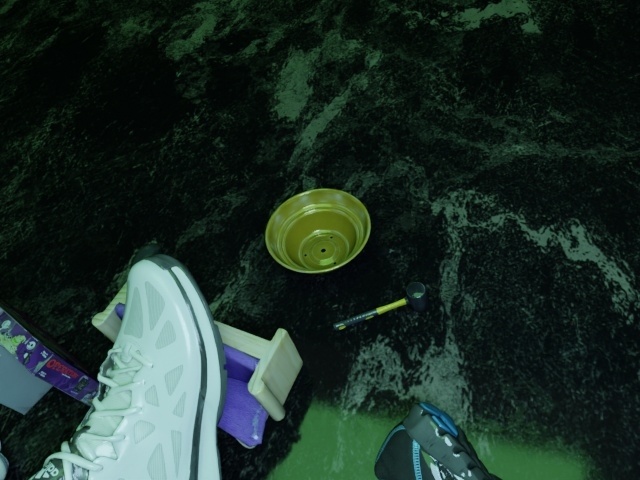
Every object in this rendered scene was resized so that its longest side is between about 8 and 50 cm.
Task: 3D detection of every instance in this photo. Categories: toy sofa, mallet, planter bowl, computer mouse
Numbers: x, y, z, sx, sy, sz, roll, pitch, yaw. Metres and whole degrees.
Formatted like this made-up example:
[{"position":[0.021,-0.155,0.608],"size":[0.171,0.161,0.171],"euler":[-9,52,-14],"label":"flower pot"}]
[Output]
[{"position":[-0.231,0.213,0.874],"size":[0.363,0.150,0.177],"euler":[16,57,22],"label":"toy sofa"},{"position":[0.119,0.138,0.932],"size":[0.190,0.062,0.039],"euler":[-26,50,11],"label":"mallet"},{"position":[0.000,0.000,1.020],"size":[0.218,0.090,0.217],"euler":[-6,52,7],"label":"planter bowl"},{"position":[-0.412,0.102,1.064],"size":[0.071,0.041,0.241],"euler":[4,55,14],"label":"computer mouse"}]

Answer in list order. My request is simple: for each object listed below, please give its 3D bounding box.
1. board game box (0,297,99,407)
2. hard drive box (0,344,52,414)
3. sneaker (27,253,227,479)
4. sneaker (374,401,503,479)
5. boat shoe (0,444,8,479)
[{"position":[-0.559,0.188,0.926],"size":[0.347,0.208,0.056],"euler":[26,60,27],"label":"board game box"},{"position":[-0.640,0.209,0.912],"size":[0.181,0.232,0.089],"euler":[26,64,28],"label":"hard drive box"},{"position":[-0.275,0.249,0.659],"size":[0.169,0.258,0.446],"euler":[-2,93,42],"label":"sneaker"},{"position":[0.223,0.398,0.682],"size":[0.139,0.125,0.341],"euler":[-50,58,8],"label":"sneaker"},{"position":[-0.632,0.375,0.880],"size":[0.228,0.081,0.079],"euler":[7,99,22],"label":"boat shoe"}]
